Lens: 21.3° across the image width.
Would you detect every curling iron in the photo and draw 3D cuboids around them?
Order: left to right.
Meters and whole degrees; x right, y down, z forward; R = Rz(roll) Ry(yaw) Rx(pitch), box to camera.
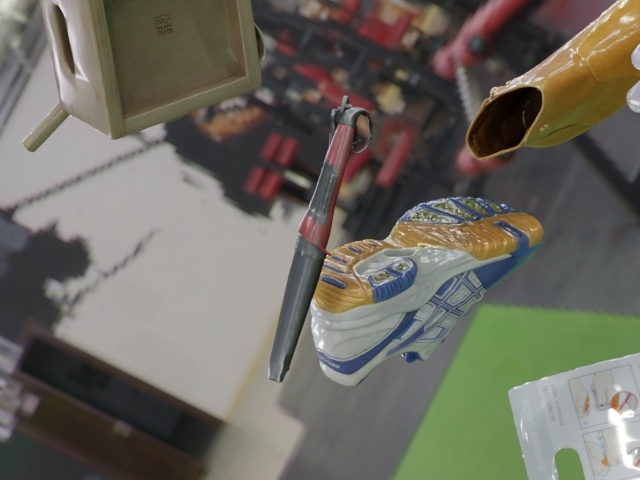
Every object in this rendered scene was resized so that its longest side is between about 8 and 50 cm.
[{"bbox_3d":[0.000,0.000,1.576,0.068,0.035,0.274,31,-107,-68],"label":"curling iron"}]

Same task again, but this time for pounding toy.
[{"bbox_3d":[-0.121,-0.125,1.063,0.100,0.130,0.141,30,135,50],"label":"pounding toy"}]

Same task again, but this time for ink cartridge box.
[{"bbox_3d":[0.421,0.255,1.804,0.091,0.385,0.308,67,-170,-52],"label":"ink cartridge box"}]

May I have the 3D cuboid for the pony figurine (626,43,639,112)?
[{"bbox_3d":[0.446,-0.081,1.388,0.351,0.363,0.302,-32,-60,-39],"label":"pony figurine"}]

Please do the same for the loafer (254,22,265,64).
[{"bbox_3d":[-0.133,-0.232,1.642,0.268,0.092,0.102,27,-102,-61],"label":"loafer"}]

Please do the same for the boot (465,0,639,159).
[{"bbox_3d":[0.292,-0.181,1.755,0.211,0.104,0.295,-24,-14,-46],"label":"boot"}]

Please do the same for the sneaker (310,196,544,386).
[{"bbox_3d":[0.102,0.049,1.711,0.296,0.112,0.131,-20,-54,-35],"label":"sneaker"}]
